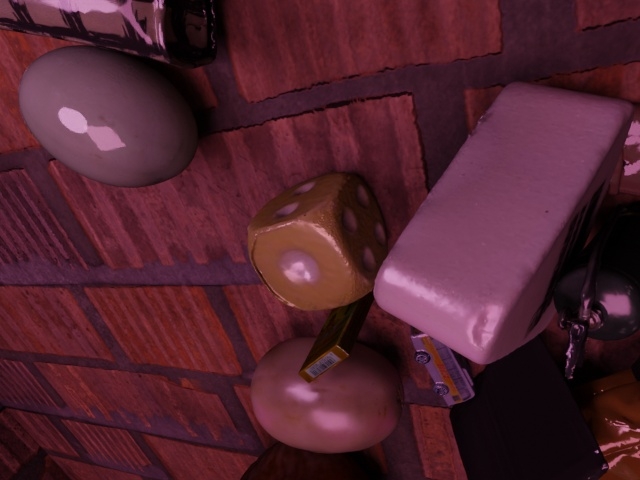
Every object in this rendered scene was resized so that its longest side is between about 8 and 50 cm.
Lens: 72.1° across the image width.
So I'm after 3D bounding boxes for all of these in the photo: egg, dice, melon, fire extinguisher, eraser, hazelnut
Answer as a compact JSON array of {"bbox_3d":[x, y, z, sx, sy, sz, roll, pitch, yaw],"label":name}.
[{"bbox_3d":[-0.330,-0.192,0.693,0.283,0.202,0.202,23,129,4],"label":"egg"},{"bbox_3d":[0.000,0.000,0.706,0.169,0.169,0.166,-13,116,31],"label":"dice"},{"bbox_3d":[0.005,0.302,0.881,0.317,0.223,0.222,-6,120,26],"label":"melon"},{"bbox_3d":[0.335,0.043,0.507,0.093,0.295,0.118,13,121,44],"label":"fire extinguisher"},{"bbox_3d":[0.239,0.011,0.564,0.150,0.331,0.331,28,133,32],"label":"eraser"},{"bbox_3d":[-0.036,0.689,1.114,0.410,0.359,0.359,-9,119,33],"label":"hazelnut"}]

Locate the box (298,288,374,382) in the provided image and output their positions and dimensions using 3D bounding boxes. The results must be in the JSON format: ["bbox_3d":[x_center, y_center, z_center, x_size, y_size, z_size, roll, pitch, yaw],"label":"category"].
[{"bbox_3d":[0.037,0.151,0.779,0.030,0.193,0.121,41,129,-4],"label":"box"}]

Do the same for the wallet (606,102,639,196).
[{"bbox_3d":[0.379,-0.112,0.549,0.153,0.038,0.117,12,124,14],"label":"wallet"}]

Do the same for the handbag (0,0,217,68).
[{"bbox_3d":[-0.291,-0.409,0.541,0.326,0.162,0.326,14,112,10],"label":"handbag"}]

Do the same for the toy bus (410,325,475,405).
[{"bbox_3d":[0.231,0.226,0.836,0.075,0.064,0.190,-25,111,22],"label":"toy bus"}]

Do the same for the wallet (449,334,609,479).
[{"bbox_3d":[0.327,0.336,0.761,0.041,0.247,0.322,8,130,-13],"label":"wallet"}]

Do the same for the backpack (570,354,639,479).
[{"bbox_3d":[0.553,0.363,0.699,0.378,0.201,0.354,47,127,-9],"label":"backpack"}]
